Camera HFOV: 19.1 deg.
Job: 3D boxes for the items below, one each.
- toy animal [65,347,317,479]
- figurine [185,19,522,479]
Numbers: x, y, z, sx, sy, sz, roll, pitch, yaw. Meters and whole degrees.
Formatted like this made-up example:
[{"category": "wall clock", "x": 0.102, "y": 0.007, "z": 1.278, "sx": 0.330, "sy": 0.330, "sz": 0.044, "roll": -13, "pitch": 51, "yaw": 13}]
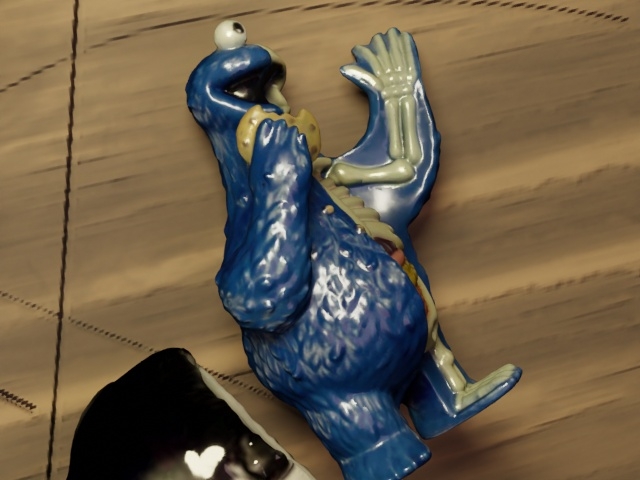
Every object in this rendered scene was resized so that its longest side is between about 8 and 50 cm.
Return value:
[{"category": "toy animal", "x": -0.097, "y": 0.187, "z": 1.000, "sx": 0.235, "sy": 0.165, "sz": 0.187, "roll": -49, "pitch": 132, "yaw": -9}, {"category": "figurine", "x": -0.002, "y": 0.008, "z": 1.035, "sx": 0.164, "sy": 0.121, "sz": 0.262, "roll": -15, "pitch": 85, "yaw": -45}]
